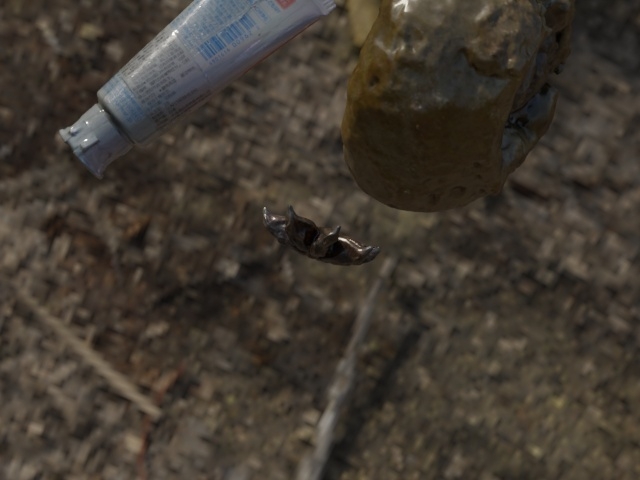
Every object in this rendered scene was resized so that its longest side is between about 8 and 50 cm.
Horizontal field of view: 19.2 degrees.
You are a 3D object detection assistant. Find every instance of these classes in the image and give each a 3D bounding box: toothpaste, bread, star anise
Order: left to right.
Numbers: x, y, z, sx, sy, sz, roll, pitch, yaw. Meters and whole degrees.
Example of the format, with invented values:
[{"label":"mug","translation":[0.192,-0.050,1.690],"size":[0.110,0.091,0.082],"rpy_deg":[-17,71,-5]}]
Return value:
[{"label":"toothpaste","translation":[-0.103,-0.143,1.500],"size":[0.089,0.234,0.057],"rpy_deg":[51,3,16]},{"label":"star anise","translation":[0.001,0.001,2.106],"size":[0.141,0.042,0.141],"rpy_deg":[18,-7,2]},{"label":"bread","translation":[0.108,-0.123,1.388],"size":[0.123,0.230,0.230],"rpy_deg":[28,35,16]}]
